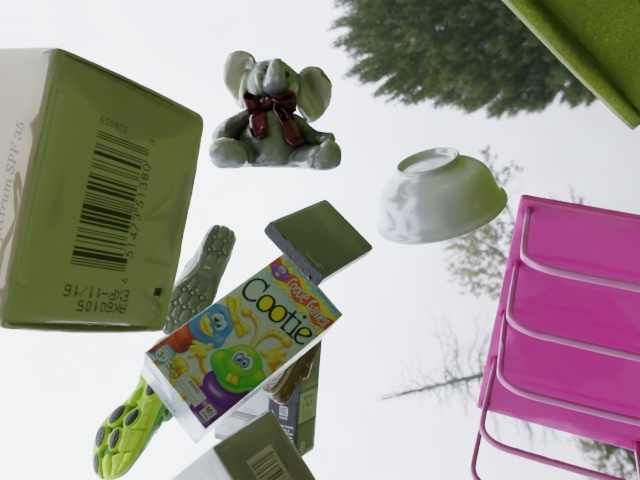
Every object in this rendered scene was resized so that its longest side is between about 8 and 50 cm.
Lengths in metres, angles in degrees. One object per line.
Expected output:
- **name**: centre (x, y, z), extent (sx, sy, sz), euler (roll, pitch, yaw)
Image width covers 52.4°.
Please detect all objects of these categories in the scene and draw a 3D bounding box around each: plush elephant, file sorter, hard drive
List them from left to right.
- **plush elephant**: centre (-0.101, -0.288, 1.423), extent (0.330, 0.272, 0.255), euler (-131, 42, -79)
- **hard drive**: centre (0.000, 0.000, 0.813), extent (0.094, 0.022, 0.135), euler (46, -148, 11)
- **file sorter**: centre (0.283, 0.131, 0.694), extent (0.182, 0.202, 0.291), euler (-47, -35, -61)

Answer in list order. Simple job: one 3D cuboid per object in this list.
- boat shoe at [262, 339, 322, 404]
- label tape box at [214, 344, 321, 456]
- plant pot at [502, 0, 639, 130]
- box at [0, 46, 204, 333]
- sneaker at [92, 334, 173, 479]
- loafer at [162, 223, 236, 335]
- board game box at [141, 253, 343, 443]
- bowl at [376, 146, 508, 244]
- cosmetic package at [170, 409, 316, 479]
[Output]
- **boat shoe**: centre (-0.050, 0.255, 1.322), extent (0.178, 0.064, 0.060), euler (-51, -62, -34)
- **label tape box**: centre (-0.129, 0.334, 1.590), extent (0.106, 0.240, 0.334), euler (1, -86, -62)
- **plant pot**: centre (0.217, -0.322, 0.400), extent (0.366, 0.353, 0.366), euler (35, -151, -23)
- **box**: centre (-0.244, -0.038, 0.429), extent (0.121, 0.311, 0.148), euler (16, -98, -62)
- **sneaker**: centre (-0.318, 0.326, 1.244), extent (0.295, 0.109, 0.123), euler (-60, -35, -26)
- **loafer**: centre (-0.305, 0.109, 1.642), extent (0.112, 0.111, 0.319), euler (28, -115, -3)
- **board game box**: centre (-0.124, 0.165, 1.026), extent (0.275, 0.142, 0.144), euler (-37, -100, -28)
- **bowl**: centre (0.252, -0.119, 1.442), extent (0.298, 0.298, 0.134), euler (-53, -50, -54)
- **cosmetic package**: centre (-0.119, 0.322, 0.791), extent (0.107, 0.238, 0.127), euler (-24, -105, -47)
